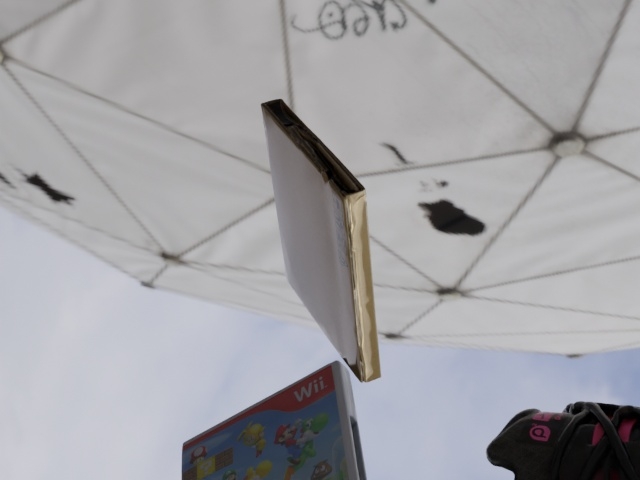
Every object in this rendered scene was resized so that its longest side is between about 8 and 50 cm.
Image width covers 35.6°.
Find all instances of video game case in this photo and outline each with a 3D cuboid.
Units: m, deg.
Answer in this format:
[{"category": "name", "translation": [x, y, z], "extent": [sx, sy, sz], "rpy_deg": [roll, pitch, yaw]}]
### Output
[{"category": "video game case", "translation": [-0.047, 0.259, 0.934], "extent": [0.204, 0.025, 0.285], "rpy_deg": [-30, -146, 15]}]

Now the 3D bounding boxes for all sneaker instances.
[{"category": "sneaker", "translation": [0.255, 0.221, 0.861], "extent": [0.483, 0.185, 0.202], "rpy_deg": [-38, -103, 26]}]

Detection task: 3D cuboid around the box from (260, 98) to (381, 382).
[{"category": "box", "translation": [0.000, 0.000, 0.848], "extent": [0.164, 0.021, 0.201], "rpy_deg": [51, -24, 47]}]
